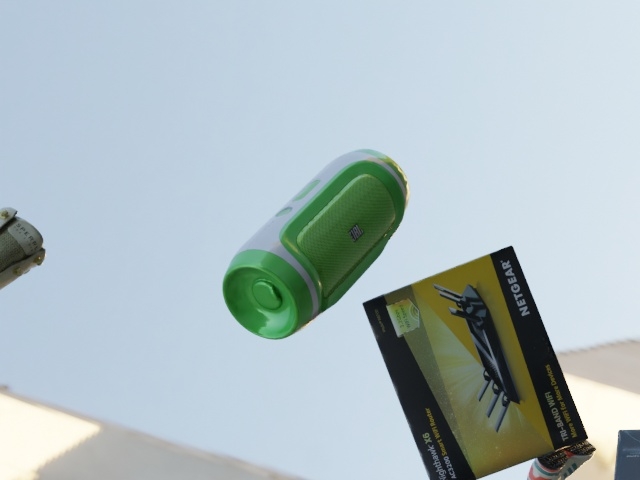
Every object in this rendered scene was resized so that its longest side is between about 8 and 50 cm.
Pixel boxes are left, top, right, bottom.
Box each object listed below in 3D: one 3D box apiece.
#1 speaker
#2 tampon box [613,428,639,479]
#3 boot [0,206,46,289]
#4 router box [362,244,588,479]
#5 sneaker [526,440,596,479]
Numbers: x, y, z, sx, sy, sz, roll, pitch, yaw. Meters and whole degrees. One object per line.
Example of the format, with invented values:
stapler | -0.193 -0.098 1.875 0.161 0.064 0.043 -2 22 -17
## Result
speaker | 0.000 0.000 1.842 0.296 0.131 0.131 -46 -39 -46
tampon box | 0.293 0.235 1.125 0.101 0.121 0.161 -68 -33 -53
boot | -0.321 0.034 1.336 0.165 0.213 0.077 -35 -77 -24
router box | 0.230 0.191 2.204 0.081 0.243 0.308 21 -133 -82
sneaker | 0.383 0.362 2.390 0.161 0.057 0.075 -13 -42 -51
